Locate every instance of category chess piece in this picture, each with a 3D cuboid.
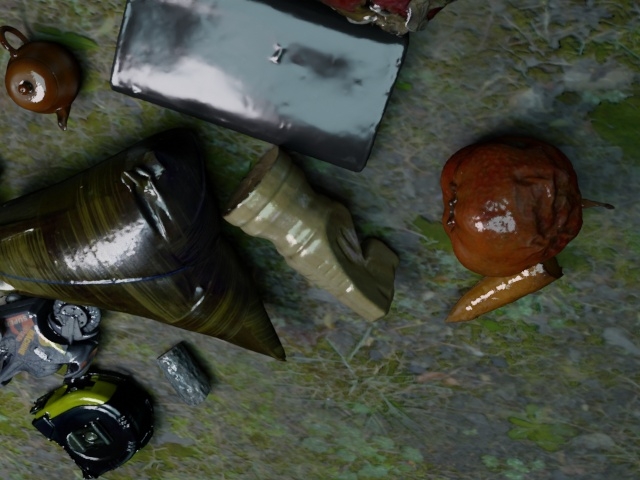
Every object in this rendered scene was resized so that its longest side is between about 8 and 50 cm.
[{"bbox_3d":[0.000,0.000,1.263,0.301,0.137,0.137,41,114,-15],"label":"chess piece"}]

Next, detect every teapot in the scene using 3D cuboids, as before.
[{"bbox_3d":[-0.426,-0.244,1.226,0.116,0.116,0.173,-26,109,18],"label":"teapot"}]

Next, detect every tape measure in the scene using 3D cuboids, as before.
[{"bbox_3d":[-0.409,0.330,1.500,0.186,0.112,0.199,-32,109,18],"label":"tape measure"}]

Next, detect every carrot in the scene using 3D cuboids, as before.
[{"bbox_3d":[0.283,0.082,1.309,0.205,0.072,0.072,-37,105,24],"label":"carrot"}]

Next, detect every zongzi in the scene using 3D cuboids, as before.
[{"bbox_3d":[-0.304,0.081,1.318,0.403,0.208,0.432,-19,116,16],"label":"zongzi"}]

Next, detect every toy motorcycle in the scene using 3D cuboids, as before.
[{"bbox_3d":[-0.505,0.181,1.444,0.307,0.108,0.173,-15,118,17],"label":"toy motorcycle"}]

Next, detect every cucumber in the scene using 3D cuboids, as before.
[{"bbox_3d":[-0.246,0.238,1.458,0.064,0.064,0.112,-27,109,19],"label":"cucumber"}]

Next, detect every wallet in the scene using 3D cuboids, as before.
[{"bbox_3d":[-0.093,-0.263,1.199,0.406,0.062,0.228,19,117,-1],"label":"wallet"}]

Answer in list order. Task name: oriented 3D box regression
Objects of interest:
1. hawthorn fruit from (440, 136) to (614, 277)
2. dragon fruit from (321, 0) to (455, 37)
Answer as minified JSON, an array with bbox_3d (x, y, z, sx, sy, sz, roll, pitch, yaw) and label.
[{"bbox_3d":[0.300,-0.056,1.173,0.243,0.207,0.207,-2,115,0],"label":"hawthorn fruit"},{"bbox_3d":[0.081,-0.419,0.970,0.329,0.329,0.329,3,116,6],"label":"dragon fruit"}]
